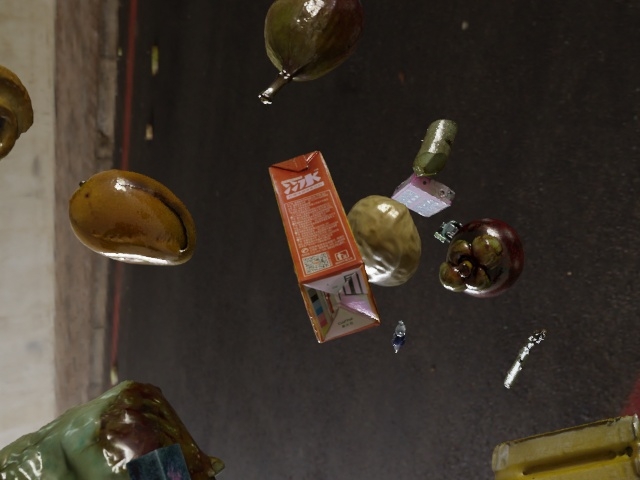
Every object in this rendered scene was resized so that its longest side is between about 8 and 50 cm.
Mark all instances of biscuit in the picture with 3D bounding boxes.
[{"bbox_3d":[-0.696,-0.248,1.558,0.091,0.274,0.213,12,147,25],"label":"biscuit"}]

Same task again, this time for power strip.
[{"bbox_3d":[0.244,-0.107,1.862,0.037,0.109,0.279,-62,1,-6],"label":"power strip"}]

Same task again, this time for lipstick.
[{"bbox_3d":[-0.139,0.388,0.871,0.051,0.051,0.312,-26,76,18],"label":"lipstick"}]

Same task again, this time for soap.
[{"bbox_3d":[0.448,0.435,1.358,0.315,0.091,0.199,-32,44,44],"label":"soap"}]

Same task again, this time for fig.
[{"bbox_3d":[-0.034,-0.316,1.266,0.170,0.274,0.145,-4,132,32],"label":"fig"}]

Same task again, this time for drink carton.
[{"bbox_3d":[0.000,0.000,0.867,0.223,0.071,0.096,-107,-1,-52],"label":"drink carton"}]

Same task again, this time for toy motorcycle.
[{"bbox_3d":[0.391,0.012,2.089,0.173,0.058,0.100,37,168,7],"label":"toy motorcycle"}]

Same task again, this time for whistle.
[{"bbox_3d":[0.164,0.202,1.609,0.033,0.029,0.083,-104,15,-46],"label":"whistle"}]

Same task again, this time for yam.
[{"bbox_3d":[0.256,-0.204,1.713,0.070,0.070,0.146,-43,20,59],"label":"yam"}]

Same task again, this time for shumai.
[{"bbox_3d":[-0.310,0.368,1.103,0.324,0.323,0.397,46,-178,-5],"label":"shumai"}]

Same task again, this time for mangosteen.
[{"bbox_3d":[0.342,0.043,1.666,0.200,0.200,0.199,18,110,63],"label":"mangosteen"}]

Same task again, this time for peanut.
[{"bbox_3d":[0.100,-0.001,1.236,0.140,0.109,0.159,37,147,10],"label":"peanut"}]

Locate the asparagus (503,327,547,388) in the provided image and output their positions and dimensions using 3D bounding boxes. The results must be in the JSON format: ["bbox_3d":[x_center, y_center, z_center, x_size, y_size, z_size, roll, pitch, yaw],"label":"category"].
[{"bbox_3d":[0.372,0.216,1.423,0.248,0.025,0.024,94,170,-58],"label":"asparagus"}]

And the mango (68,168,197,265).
[{"bbox_3d":[-0.335,-0.034,1.402,0.166,0.236,0.136,-53,16,21],"label":"mango"}]
